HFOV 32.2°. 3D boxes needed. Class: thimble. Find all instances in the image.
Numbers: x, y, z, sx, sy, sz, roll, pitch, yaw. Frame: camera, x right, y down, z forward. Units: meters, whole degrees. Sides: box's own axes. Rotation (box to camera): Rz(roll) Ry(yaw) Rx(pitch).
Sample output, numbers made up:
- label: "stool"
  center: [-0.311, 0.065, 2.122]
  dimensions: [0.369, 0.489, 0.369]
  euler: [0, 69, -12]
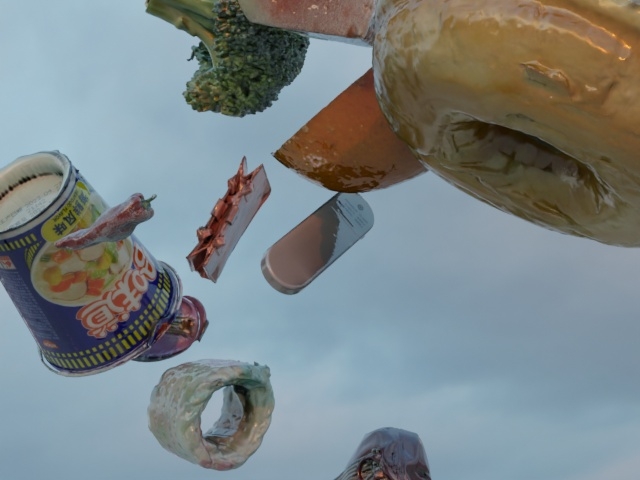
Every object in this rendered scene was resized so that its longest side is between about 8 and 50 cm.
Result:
- label: "thimble"
  center: [-0.184, 0.292, 1.931]
  dimensions: [0.149, 0.211, 0.185]
  euler: [3, -46, 50]

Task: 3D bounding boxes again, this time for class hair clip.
- label: "hair clip"
  center: [-0.361, 0.153, 2.064]
  dimensions: [0.358, 0.110, 0.096]
  euler: [9, -46, 27]

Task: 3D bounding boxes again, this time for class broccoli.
- label: "broccoli"
  center: [-0.163, -0.347, 1.986]
  dimensions: [0.302, 0.249, 0.375]
  euler: [0, -1, -8]

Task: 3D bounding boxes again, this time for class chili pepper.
- label: "chili pepper"
  center: [-0.254, -0.017, 1.339]
  dimensions: [0.153, 0.041, 0.050]
  euler: [-30, -31, 16]

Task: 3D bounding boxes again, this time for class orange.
- label: "orange"
  center: [0.092, -0.204, 1.530]
  dimensions: [0.274, 0.310, 0.274]
  euler: [18, 13, -4]

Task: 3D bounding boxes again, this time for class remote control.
- label: "remote control"
  center: [0.000, 0.000, 1.585]
  dimensions: [0.022, 0.077, 0.245]
  euler: [-41, 0, 44]

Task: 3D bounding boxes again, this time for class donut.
- label: "donut"
  center: [0.255, -0.147, 1.158]
  dimensions: [0.449, 0.198, 0.449]
  euler: [25, -16, 8]

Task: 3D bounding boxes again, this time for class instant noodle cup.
- label: "instant noodle cup"
  center: [-0.422, 0.027, 1.840]
  dimensions: [0.284, 0.284, 0.312]
  euler: [-13, -49, 16]

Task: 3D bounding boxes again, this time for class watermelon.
- label: "watermelon"
  center: [0.026, -0.410, 1.732]
  dimensions: [0.310, 0.193, 0.231]
  euler: [3, 8, -39]

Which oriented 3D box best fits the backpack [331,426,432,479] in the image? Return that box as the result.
- label: "backpack"
  center: [0.112, 0.502, 2.083]
  dimensions: [0.197, 0.283, 0.317]
  euler: [5, -45, -6]

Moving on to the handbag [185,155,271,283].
- label: "handbag"
  center: [-0.164, -0.034, 1.980]
  dimensions: [0.059, 0.212, 0.157]
  euler: [28, -13, 6]
